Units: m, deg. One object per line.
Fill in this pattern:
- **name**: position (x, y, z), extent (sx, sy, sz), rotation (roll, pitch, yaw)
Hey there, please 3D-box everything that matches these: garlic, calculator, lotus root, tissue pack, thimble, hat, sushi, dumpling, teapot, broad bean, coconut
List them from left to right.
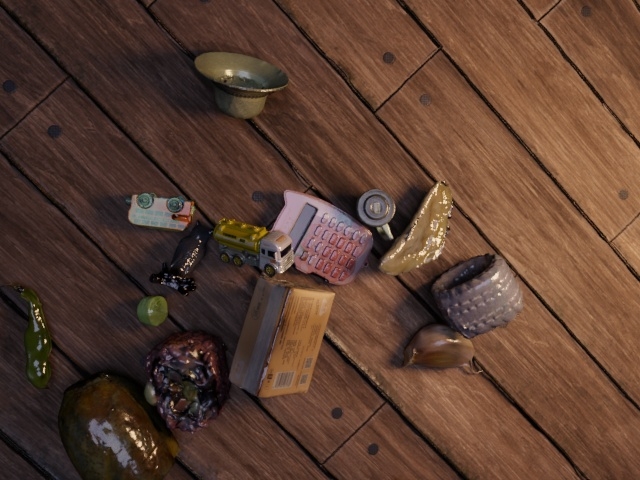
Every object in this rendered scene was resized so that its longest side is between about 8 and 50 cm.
- **broad bean**: position (-0.810, 0.266, 1.316), extent (0.098, 0.056, 0.317), rotation (-19, 90, 1)
- **lotus root**: position (-0.560, 0.525, 1.272), extent (0.251, 0.250, 0.345), rotation (-31, 92, -4)
- **coconut**: position (-0.474, 0.200, 1.333), extent (0.096, 0.088, 0.087), rotation (3, 93, 23)
- **sushi**: position (-0.376, 0.396, 1.309), extent (0.237, 0.171, 0.269), rotation (-8, 95, -6)
- **hat**: position (-0.224, -0.410, 1.291), extent (0.258, 0.257, 0.130), rotation (12, 128, -7)
- **tissue pack**: position (-0.131, 0.257, 1.331), extent (0.239, 0.238, 0.305), rotation (16, 91, -7)
- **calculator**: position (0.000, 0.000, 1.394), extent (0.330, 0.048, 0.220), rotation (29, 88, -9)
- **teapot**: position (0.170, -0.081, 1.376), extent (0.149, 0.108, 0.111), rotation (35, 87, -2)
- **dumpling**: position (0.293, -0.016, 1.402), extent (0.332, 0.086, 0.166), rotation (-51, 124, -9)
- **garlic**: position (0.399, 0.332, 1.433), extent (0.267, 0.148, 0.128), rotation (14, 55, -3)
- **thimble**: position (0.458, 0.161, 1.369), extent (0.236, 0.205, 0.172), rotation (-32, 97, -12)

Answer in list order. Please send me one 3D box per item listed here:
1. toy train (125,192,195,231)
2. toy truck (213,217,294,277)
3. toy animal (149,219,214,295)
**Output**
- **toy train**: position (-0.452, -0.083, 1.327), extent (0.188, 0.072, 0.099), rotation (7, 98, -7)
- **toy truck**: position (-0.188, 0.013, 1.301), extent (0.227, 0.098, 0.114), rotation (15, 120, 20)
- **toy animal**: position (-0.384, 0.042, 1.319), extent (0.121, 0.117, 0.209), rotation (24, 92, 0)
